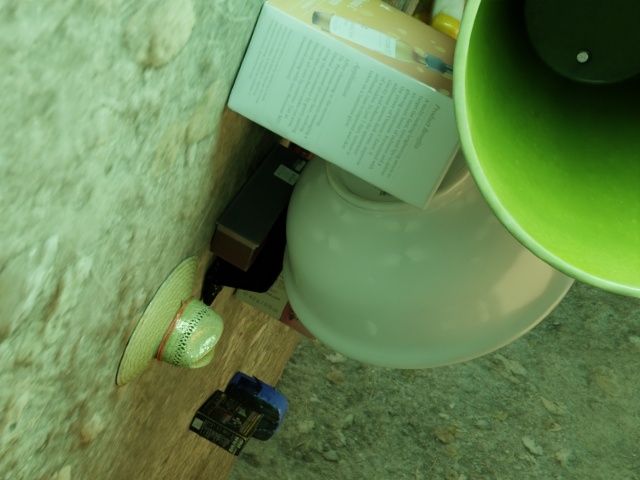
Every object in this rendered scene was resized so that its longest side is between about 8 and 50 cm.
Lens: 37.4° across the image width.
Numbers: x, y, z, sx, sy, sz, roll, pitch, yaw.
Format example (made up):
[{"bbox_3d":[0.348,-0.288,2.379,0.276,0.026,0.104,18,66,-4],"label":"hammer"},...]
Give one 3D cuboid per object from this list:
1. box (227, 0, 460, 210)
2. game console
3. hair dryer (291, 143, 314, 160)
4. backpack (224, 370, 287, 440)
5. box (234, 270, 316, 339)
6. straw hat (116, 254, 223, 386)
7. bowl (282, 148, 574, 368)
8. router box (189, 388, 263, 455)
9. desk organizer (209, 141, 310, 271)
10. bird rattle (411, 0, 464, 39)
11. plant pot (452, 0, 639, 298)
[{"bbox_3d":[0.038,-0.121,0.732,0.091,0.171,0.130,-65,175,31],"label":"box"},{"bbox_3d":[-0.066,0.017,1.020,0.122,0.071,0.107,-59,174,-30],"label":"game console"},{"bbox_3d":[0.019,-0.126,1.055,0.223,0.080,0.293,-61,175,-3],"label":"hair dryer"},{"bbox_3d":[-0.123,0.311,1.791,0.098,0.120,0.101,-65,174,25],"label":"backpack"},{"bbox_3d":[0.000,0.000,1.289,0.232,0.127,0.148,-62,175,5],"label":"box"},{"bbox_3d":[-0.122,0.085,0.867,0.144,0.061,0.144,-61,176,-8],"label":"straw hat"},{"bbox_3d":[0.089,-0.040,0.874,0.297,0.298,0.134,-59,145,-31],"label":"bowl"},{"bbox_3d":[-0.154,0.300,1.562,0.038,0.092,0.122,-63,175,12],"label":"router box"},{"bbox_3d":[-0.059,-0.035,0.952,0.130,0.047,0.050,-58,176,-39],"label":"desk organizer"},{"bbox_3d":[0.120,-0.250,1.149,0.253,0.143,0.206,-52,-164,42],"label":"bird rattle"},{"bbox_3d":[0.221,-0.143,0.655,0.293,0.275,0.274,-79,-166,-68],"label":"plant pot"}]
